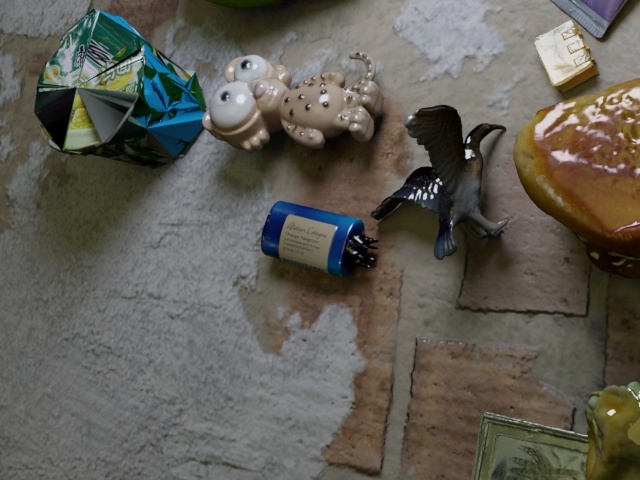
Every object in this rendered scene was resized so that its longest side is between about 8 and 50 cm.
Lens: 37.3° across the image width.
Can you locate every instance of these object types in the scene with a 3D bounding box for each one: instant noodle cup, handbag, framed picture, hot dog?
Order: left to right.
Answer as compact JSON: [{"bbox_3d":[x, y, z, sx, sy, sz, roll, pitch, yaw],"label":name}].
[{"bbox_3d":[-0.316,-0.227,1.538,0.240,0.178,0.240,-7,76,31],"label":"instant noodle cup"},{"bbox_3d":[0.289,0.313,1.145,0.231,0.010,0.172,6,83,33],"label":"framed picture"},{"bbox_3d":[0.318,-0.241,1.233,0.061,0.027,0.083,-28,65,26],"label":"handbag"},{"bbox_3d":[0.426,-0.076,1.035,0.405,0.185,0.223,-17,70,28],"label":"hot dog"}]

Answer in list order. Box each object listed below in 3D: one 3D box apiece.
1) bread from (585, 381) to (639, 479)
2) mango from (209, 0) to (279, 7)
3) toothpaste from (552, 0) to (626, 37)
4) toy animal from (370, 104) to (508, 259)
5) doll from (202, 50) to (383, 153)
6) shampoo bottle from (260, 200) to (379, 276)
[{"bbox_3d":[0.393,0.275,0.983,0.196,0.239,0.251,-23,60,60],"label":"bread"},{"bbox_3d":[-0.083,-0.452,1.453,0.343,0.156,0.192,8,87,31],"label":"mango"},{"bbox_3d":[0.411,-0.405,1.191,0.299,0.073,0.114,-52,58,21],"label":"toothpaste"},{"bbox_3d":[0.182,-0.073,1.242,0.160,0.197,0.272,62,157,9],"label":"toy animal"},{"bbox_3d":[-0.042,-0.203,1.404,0.278,0.119,0.154,0,66,26],"label":"doll"},{"bbox_3d":[0.000,0.000,1.368,0.183,0.050,0.087,15,85,33],"label":"shampoo bottle"}]
